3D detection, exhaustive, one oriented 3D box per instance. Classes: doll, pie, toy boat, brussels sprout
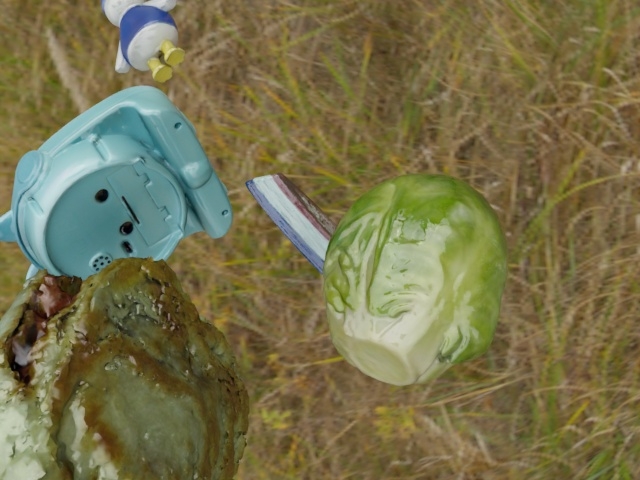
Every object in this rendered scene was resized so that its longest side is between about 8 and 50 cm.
[{"bbox_3d":[-0.184,-0.218,1.244,0.098,0.058,0.143,-52,54,19],"label":"doll"},{"bbox_3d":[-0.198,0.235,1.259,0.181,0.395,0.418,-13,51,16],"label":"pie"},{"bbox_3d":[0.000,0.000,1.510,0.046,0.080,0.229,-38,100,26],"label":"toy boat"},{"bbox_3d":[0.062,0.024,0.879,0.117,0.155,0.155,40,114,-19],"label":"brussels sprout"}]

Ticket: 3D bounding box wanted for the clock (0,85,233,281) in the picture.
[{"bbox_3d":[-0.255,-0.037,1.485,0.274,0.223,0.094,-35,43,-8],"label":"clock"}]
